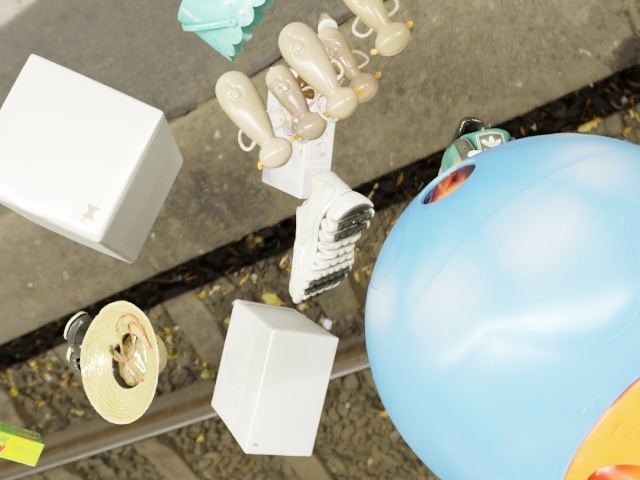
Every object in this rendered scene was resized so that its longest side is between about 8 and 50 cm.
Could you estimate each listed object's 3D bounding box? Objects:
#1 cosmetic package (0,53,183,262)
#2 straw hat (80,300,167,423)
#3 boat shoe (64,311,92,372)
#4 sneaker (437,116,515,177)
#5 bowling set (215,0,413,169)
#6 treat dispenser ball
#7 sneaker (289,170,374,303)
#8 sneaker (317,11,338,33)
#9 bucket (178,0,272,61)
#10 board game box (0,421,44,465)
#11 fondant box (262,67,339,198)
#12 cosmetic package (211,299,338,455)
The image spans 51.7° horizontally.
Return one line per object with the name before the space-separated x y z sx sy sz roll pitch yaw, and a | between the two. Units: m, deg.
cosmetic package | -0.564 -0.171 1.603 0.329 0.394 0.328 24 80 -1
straw hat | -0.219 0.143 0.796 0.144 0.061 0.145 -1 89 33
boat shoe | -0.375 0.162 1.047 0.042 0.049 0.133 38 137 18
sneaker | 0.227 -0.087 0.913 0.108 0.302 0.121 1 116 -6
bowling set | 0.013 -0.225 0.963 0.287 0.200 0.154 -36 80 12
treat dispenser ball | 0.178 0.065 0.502 0.288 0.288 0.288 6 119 10
sneaker | 0.000 0.000 1.177 0.118 0.110 0.292 51 139 26
sneaker | 0.021 -0.487 1.607 0.061 0.065 0.158 -9 147 -5
bucket | -0.248 -0.646 1.796 0.183 0.281 0.281 33 121 -9
board game box | -0.614 0.362 1.227 0.181 0.043 0.092 27 167 -24
fondant box | -0.060 -0.299 1.822 0.096 0.238 0.330 -5 109 -31
cosmetic package | -0.091 0.252 1.248 0.138 0.224 0.224 12 94 -24
